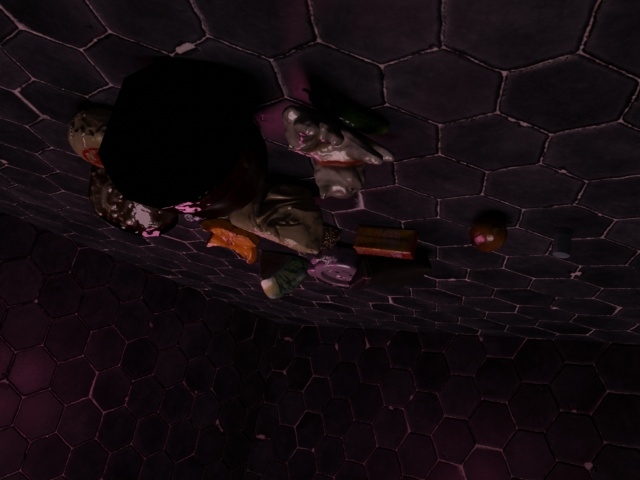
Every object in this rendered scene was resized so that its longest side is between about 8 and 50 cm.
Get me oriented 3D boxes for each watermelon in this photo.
[{"bbox_3d":[-0.187,0.140,2.816,0.262,0.201,0.213,-34,151,2],"label":"watermelon"}]

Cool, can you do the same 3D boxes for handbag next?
[{"bbox_3d":[0.267,0.129,2.302,0.285,0.113,0.257,-5,156,-19],"label":"handbag"}]

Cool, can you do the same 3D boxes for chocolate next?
[{"bbox_3d":[-0.315,-0.230,1.502,0.384,0.383,0.331,10,175,10],"label":"chocolate"},{"bbox_3d":[-0.644,-0.178,1.977,0.340,0.225,0.210,29,142,6],"label":"chocolate"}]

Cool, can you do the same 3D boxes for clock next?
[{"bbox_3d":[0.103,0.111,2.527,0.296,0.113,0.322,15,160,-5],"label":"clock"}]

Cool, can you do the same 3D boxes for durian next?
[{"bbox_3d":[0.000,0.000,2.299,0.148,0.091,0.188,13,164,0],"label":"durian"}]

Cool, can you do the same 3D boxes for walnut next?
[{"bbox_3d":[0.539,-0.018,1.863,0.116,0.115,0.207,10,169,9],"label":"walnut"}]

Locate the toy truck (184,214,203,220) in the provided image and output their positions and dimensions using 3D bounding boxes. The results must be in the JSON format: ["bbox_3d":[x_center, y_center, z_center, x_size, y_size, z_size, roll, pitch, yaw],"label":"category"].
[{"bbox_3d":[-0.433,-0.170,2.005,0.116,0.110,0.216,-6,135,1],"label":"toy truck"}]

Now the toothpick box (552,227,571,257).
[{"bbox_3d":[0.758,0.008,1.809,0.052,0.083,0.052,12,161,4],"label":"toothpick box"}]

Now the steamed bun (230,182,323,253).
[{"bbox_3d":[-0.131,-0.094,1.956,0.289,0.203,0.276,19,176,28],"label":"steamed bun"}]

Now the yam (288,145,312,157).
[{"bbox_3d":[-0.024,-0.258,1.613,0.132,0.054,0.054,16,162,-5],"label":"yam"}]

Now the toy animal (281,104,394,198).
[{"bbox_3d":[0.005,-0.210,1.412,0.266,0.188,0.308,42,-157,3],"label":"toy animal"}]

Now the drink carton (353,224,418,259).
[{"bbox_3d":[0.242,0.006,2.141,0.223,0.096,0.071,5,160,23],"label":"drink carton"}]

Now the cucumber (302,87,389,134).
[{"bbox_3d":[0.062,-0.308,1.402,0.250,0.056,0.056,20,161,-22],"label":"cucumber"}]

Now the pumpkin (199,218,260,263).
[{"bbox_3d":[-0.396,-0.008,2.544,0.258,0.095,0.290,18,158,-2],"label":"pumpkin"}]

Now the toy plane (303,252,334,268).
[{"bbox_3d":[-0.056,0.006,2.166,0.107,0.273,0.182,3,143,-32],"label":"toy plane"}]

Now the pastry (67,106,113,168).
[{"bbox_3d":[-0.645,-0.307,1.777,0.265,0.133,0.265,11,158,4],"label":"pastry"}]
